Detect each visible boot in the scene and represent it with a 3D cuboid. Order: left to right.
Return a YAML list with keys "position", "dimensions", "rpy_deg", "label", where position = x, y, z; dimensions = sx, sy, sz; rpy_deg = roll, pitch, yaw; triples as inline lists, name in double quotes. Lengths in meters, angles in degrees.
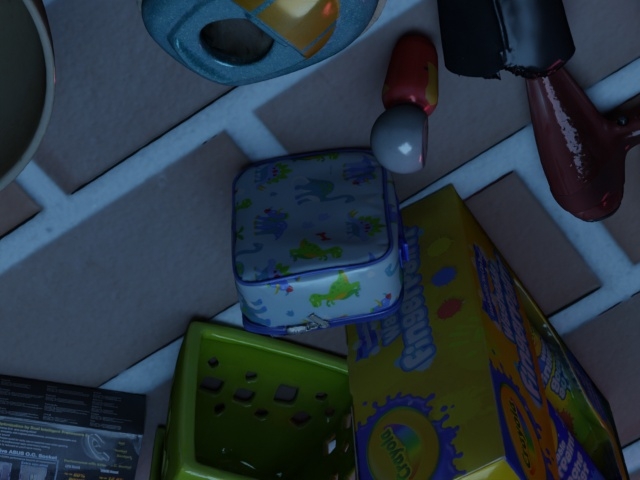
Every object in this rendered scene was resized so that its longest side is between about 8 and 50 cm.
- position: [0.218, -0.265, 1.801]
  dimensions: [0.246, 0.094, 0.207]
  rpy_deg: [-11, 121, 14]
  label: "boot"

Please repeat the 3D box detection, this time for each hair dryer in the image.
- position: [0.325, -0.117, 1.943]
  dimensions: [0.293, 0.080, 0.224]
  rpy_deg: [20, 107, -22]
  label: "hair dryer"

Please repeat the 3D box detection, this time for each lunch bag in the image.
- position: [0.000, 0.000, 1.906]
  dimensions: [0.176, 0.219, 0.090]
  rpy_deg: [-10, 126, 4]
  label: "lunch bag"

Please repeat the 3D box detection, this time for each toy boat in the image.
- position: [-0.003, -0.190, 1.791]
  dimensions: [0.318, 0.148, 0.267]
  rpy_deg: [32, 141, -31]
  label: "toy boat"

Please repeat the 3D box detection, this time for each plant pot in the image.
- position: [-0.076, 0.257, 2.090]
  dimensions: [0.228, 0.227, 0.207]
  rpy_deg: [15, 130, -13]
  label: "plant pot"

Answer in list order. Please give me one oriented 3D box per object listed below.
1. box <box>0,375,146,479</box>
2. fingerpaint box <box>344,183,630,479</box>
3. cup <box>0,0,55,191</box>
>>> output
- position: [-0.369, 0.270, 2.171]
  dimensions: [0.307, 0.076, 0.242]
  rpy_deg: [8, 124, -8]
  label: "box"
- position: [0.187, 0.220, 1.931]
  dimensions: [0.163, 0.445, 0.371]
  rpy_deg: [-29, 121, 16]
  label: "fingerpaint box"
- position: [-0.399, -0.213, 1.732]
  dimensions: [0.331, 0.237, 0.331]
  rpy_deg: [-1, 126, -1]
  label: "cup"
